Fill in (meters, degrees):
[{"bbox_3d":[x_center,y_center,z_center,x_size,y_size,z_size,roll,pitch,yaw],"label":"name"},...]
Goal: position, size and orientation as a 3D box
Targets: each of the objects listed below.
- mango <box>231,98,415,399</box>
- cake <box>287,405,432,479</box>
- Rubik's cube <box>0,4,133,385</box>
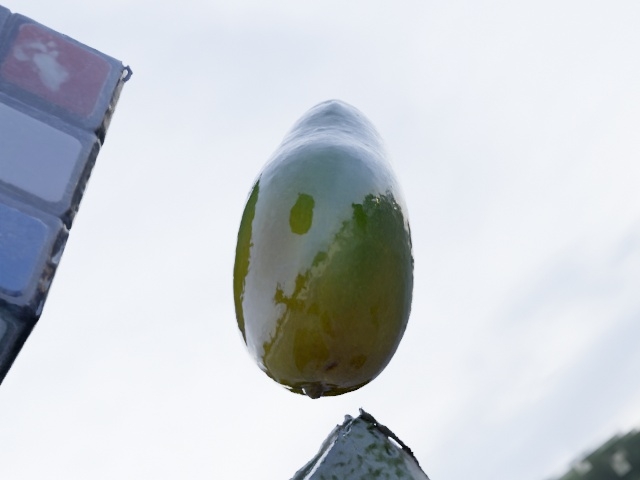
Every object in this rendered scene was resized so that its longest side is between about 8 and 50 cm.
[{"bbox_3d":[0.000,0.000,1.256,0.114,0.251,0.156,-6,-63,0],"label":"mango"},{"bbox_3d":[-0.003,0.296,1.452,0.283,0.172,0.158,-51,-2,-40],"label":"cake"},{"bbox_3d":[-0.407,-0.009,1.663,0.362,0.359,0.363,-83,19,-52],"label":"Rubik's cube"}]
